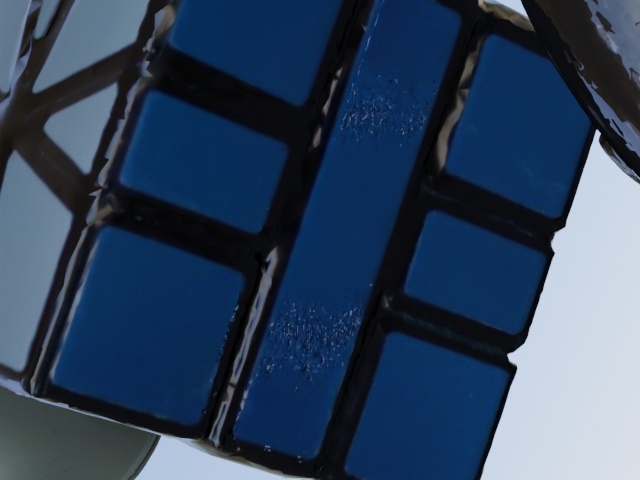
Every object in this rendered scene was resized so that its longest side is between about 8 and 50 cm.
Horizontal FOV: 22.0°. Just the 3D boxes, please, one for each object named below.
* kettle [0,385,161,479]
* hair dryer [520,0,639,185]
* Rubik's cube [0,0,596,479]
[{"bbox_3d":[-0.292,0.094,1.222,0.265,0.205,0.318,-58,-40,-8],"label":"kettle"},{"bbox_3d":[0.208,-0.095,0.685,0.120,0.304,0.359,-42,17,31],"label":"hair dryer"},{"bbox_3d":[-0.053,-0.029,0.940,0.283,0.293,0.288,21,-97,-33],"label":"Rubik's cube"}]
